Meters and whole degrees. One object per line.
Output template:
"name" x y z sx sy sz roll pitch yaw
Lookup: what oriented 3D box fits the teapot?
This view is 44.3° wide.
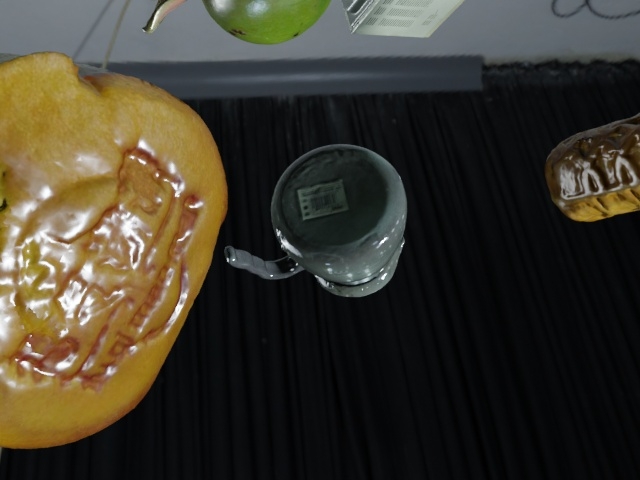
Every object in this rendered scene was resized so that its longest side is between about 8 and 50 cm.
"teapot" 0.018 0.013 1.380 0.305 0.223 0.285 -41 156 -7

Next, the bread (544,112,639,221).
"bread" 0.182 -0.047 0.400 0.044 0.052 0.157 -30 -174 -36

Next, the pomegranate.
"pomegranate" -0.093 -0.292 0.833 0.224 0.181 0.181 -19 147 -10

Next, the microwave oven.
"microwave oven" 0.145 -0.440 1.211 0.194 0.145 0.240 -2 161 -29

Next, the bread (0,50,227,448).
"bread" -0.187 0.002 0.540 0.148 0.270 0.270 18 163 37
